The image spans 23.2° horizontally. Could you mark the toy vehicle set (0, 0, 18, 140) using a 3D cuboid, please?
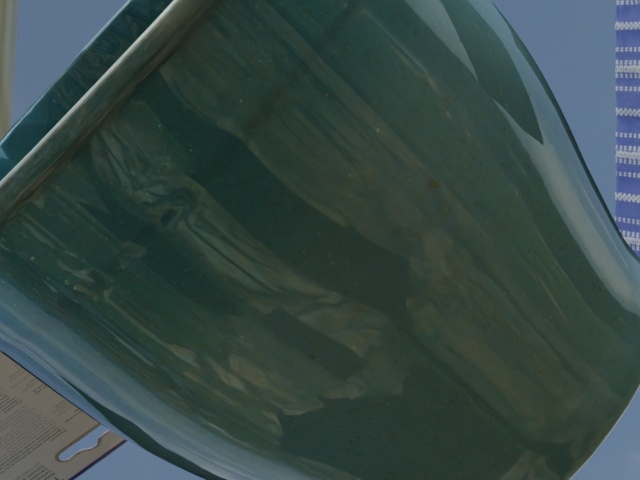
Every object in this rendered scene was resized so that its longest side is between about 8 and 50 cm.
[{"bbox_3d":[-0.242,-0.088,0.803,0.166,0.035,0.267,6,-82,11],"label":"toy vehicle set"}]

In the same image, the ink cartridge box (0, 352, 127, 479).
[{"bbox_3d":[-0.239,0.114,1.240,0.223,0.045,0.224,-35,-43,9],"label":"ink cartridge box"}]

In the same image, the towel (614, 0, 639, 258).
[{"bbox_3d":[0.314,-0.124,1.232,0.040,0.243,0.336,-3,-84,-25],"label":"towel"}]

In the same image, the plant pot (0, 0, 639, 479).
[{"bbox_3d":[0.000,0.000,0.686,0.255,0.271,0.271,44,-87,-14],"label":"plant pot"}]
